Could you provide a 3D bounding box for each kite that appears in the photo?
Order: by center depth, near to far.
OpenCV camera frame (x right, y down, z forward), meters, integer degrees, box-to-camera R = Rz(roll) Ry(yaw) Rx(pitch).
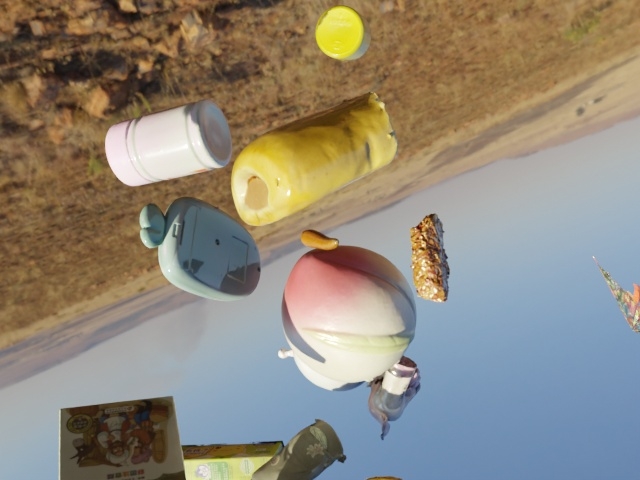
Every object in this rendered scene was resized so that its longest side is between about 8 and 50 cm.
[{"bbox_3d":[0.606,0.130,1.134,0.009,0.232,0.189,-32,140,0],"label":"kite"}]

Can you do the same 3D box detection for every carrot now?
[{"bbox_3d":[0.000,0.000,1.075,0.035,0.035,0.142,-23,-163,-26],"label":"carrot"}]

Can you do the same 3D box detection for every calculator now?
[{"bbox_3d":[-0.221,0.016,1.128,0.041,0.186,0.298,-14,150,35],"label":"calculator"}]

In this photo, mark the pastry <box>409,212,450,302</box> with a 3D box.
[{"bbox_3d":[0.202,0.034,1.103,0.063,0.170,0.087,-11,166,29],"label":"pastry"}]

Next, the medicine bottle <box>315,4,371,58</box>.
[{"bbox_3d":[0.069,-0.517,1.477,0.121,0.122,0.212,-23,-174,18],"label":"medicine bottle"}]

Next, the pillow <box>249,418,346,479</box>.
[{"bbox_3d":[-0.062,0.554,1.440,0.255,0.059,0.169,-40,-144,-5],"label":"pillow"}]

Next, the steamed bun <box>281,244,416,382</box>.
[{"bbox_3d":[0.045,0.132,1.252,0.309,0.310,0.309,-23,180,0],"label":"steamed bun"}]

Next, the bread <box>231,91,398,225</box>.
[{"bbox_3d":[-0.013,-0.087,0.619,0.173,0.085,0.134,-31,-171,-31],"label":"bread"}]

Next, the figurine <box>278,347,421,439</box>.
[{"bbox_3d":[0.081,0.308,1.493,0.211,0.361,0.253,-41,151,-26],"label":"figurine"}]

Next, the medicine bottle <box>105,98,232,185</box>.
[{"bbox_3d":[-0.442,-0.285,1.719,0.315,0.202,0.202,-9,-176,18],"label":"medicine bottle"}]

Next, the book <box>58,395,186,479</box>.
[{"bbox_3d":[-0.334,0.388,0.988,0.201,0.264,0.027,0,129,-23],"label":"book"}]

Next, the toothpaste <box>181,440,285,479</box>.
[{"bbox_3d":[-0.267,0.633,1.656,0.327,0.077,0.110,-6,-177,9],"label":"toothpaste"}]

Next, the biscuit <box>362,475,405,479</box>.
[{"bbox_3d":[0.140,0.583,1.195,0.259,0.203,0.041,-3,-174,39],"label":"biscuit"}]
